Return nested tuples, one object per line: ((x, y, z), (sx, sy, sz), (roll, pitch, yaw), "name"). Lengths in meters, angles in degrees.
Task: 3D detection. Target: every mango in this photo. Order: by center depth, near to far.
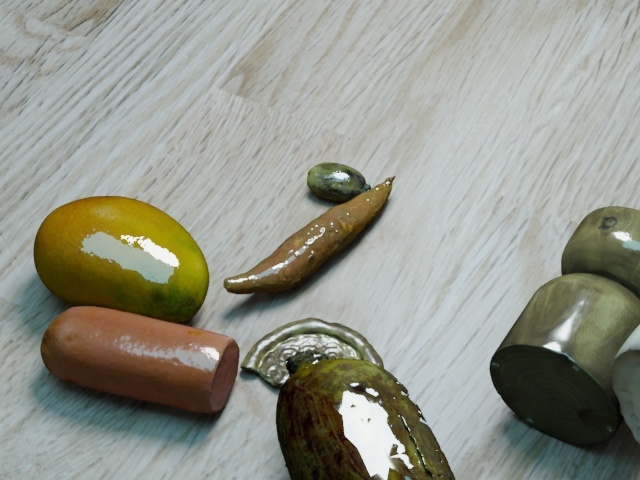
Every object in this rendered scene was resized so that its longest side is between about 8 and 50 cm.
((-0.268, 0.024, 2.084), (0.255, 0.139, 0.175), (16, 59, 8), "mango")

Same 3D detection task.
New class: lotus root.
((0.055, 0.284, 1.794), (0.179, 0.196, 0.397), (-11, 48, -19), "lotus root")
((0.028, -0.084, 2.211), (0.099, 0.049, 0.054), (15, 50, 9), "lotus root")

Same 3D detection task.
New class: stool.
((0.353, 0.107, 1.937), (0.179, 0.179, 0.264), (23, 55, 22), "stool")

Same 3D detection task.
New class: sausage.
((-0.243, 0.152, 1.988), (0.259, 0.113, 0.113), (11, 51, 13), "sausage")

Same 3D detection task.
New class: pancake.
((-0.011, 0.174, 2.010), (0.191, 0.020, 0.184), (-6, 50, -1), "pancake")

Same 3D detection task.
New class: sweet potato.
((0.000, 0.000, 2.125), (0.314, 0.066, 0.072), (-36, 24, -24), "sweet potato")

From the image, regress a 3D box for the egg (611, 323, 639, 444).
((0.565, 0.156, 1.731), (0.340, 0.354, 0.354), (-38, 56, -16), "egg")
